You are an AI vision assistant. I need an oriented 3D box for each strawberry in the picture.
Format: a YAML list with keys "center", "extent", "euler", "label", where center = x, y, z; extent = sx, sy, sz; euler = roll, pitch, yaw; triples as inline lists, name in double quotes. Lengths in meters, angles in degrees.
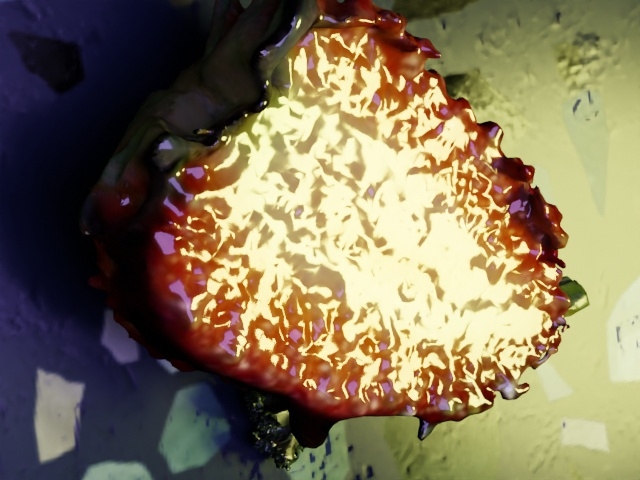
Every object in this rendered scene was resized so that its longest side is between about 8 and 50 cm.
- center: [0.000, 0.000, 1.118]
  extent: [0.306, 0.138, 0.233]
  euler: [44, 77, -35]
  label: "strawberry"

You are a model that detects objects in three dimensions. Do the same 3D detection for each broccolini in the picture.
- center: [0.057, 0.068, 1.215]
  extent: [0.254, 0.071, 0.057]
  euler: [-22, 64, -32]
  label: "broccolini"
